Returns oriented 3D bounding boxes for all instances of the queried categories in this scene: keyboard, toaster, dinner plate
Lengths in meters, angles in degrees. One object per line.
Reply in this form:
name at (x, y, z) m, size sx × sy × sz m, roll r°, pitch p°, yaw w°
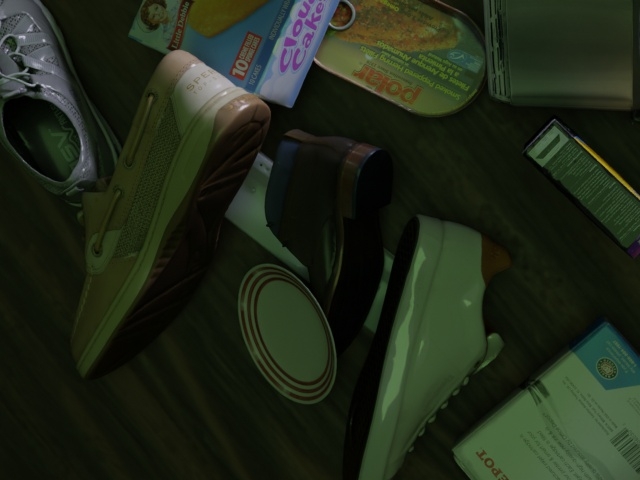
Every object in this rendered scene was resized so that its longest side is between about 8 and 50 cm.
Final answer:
keyboard at (-0.003, 0.002, 1.634) m, size 0.256 × 0.014 × 0.072 m, roll 38°, pitch 102°, yaw 3°
toaster at (0.224, -0.205, 1.520) m, size 0.147 × 0.129 × 0.227 m, roll 0°, pitch 127°, yaw 11°
dinner plate at (-0.028, 0.087, 1.598) m, size 0.017 × 0.141 × 0.141 m, roll -25°, pitch 91°, yaw -37°

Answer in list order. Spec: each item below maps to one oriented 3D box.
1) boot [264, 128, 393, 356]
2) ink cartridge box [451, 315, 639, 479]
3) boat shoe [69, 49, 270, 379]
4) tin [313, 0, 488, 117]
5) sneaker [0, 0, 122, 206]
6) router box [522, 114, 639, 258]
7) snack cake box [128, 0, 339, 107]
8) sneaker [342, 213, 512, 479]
boot at (0.000, 0.000, 1.603) m, size 0.106 × 0.082 × 0.219 m, roll 24°, pitch 114°, yaw 32°
ink cartridge box at (0.239, 0.183, 1.582) m, size 0.191 × 0.082 × 0.139 m, roll -41°, pitch 88°, yaw 8°
boat shoe at (-0.162, -0.019, 1.573) m, size 0.110 × 0.122 × 0.341 m, roll 38°, pitch 118°, yaw 17°
tin at (0.069, -0.187, 1.600) m, size 0.190 × 0.040 × 0.106 m, roll 27°, pitch 92°, yaw 4°
sneaker at (-0.284, -0.156, 1.600) m, size 0.105 × 0.115 × 0.281 m, roll -39°, pitch 89°, yaw 7°
router box at (0.243, -0.052, 1.518) m, size 0.133 × 0.179 × 0.046 m, roll 44°, pitch 99°, yaw 1°
snack cake box at (-0.051, -0.274, 1.561) m, size 0.152 × 0.089 × 0.264 m, roll 26°, pitch 96°, yaw 22°
sneaker at (0.105, 0.128, 1.582) m, size 0.123 × 0.106 × 0.290 m, roll 14°, pitch 105°, yaw -13°
